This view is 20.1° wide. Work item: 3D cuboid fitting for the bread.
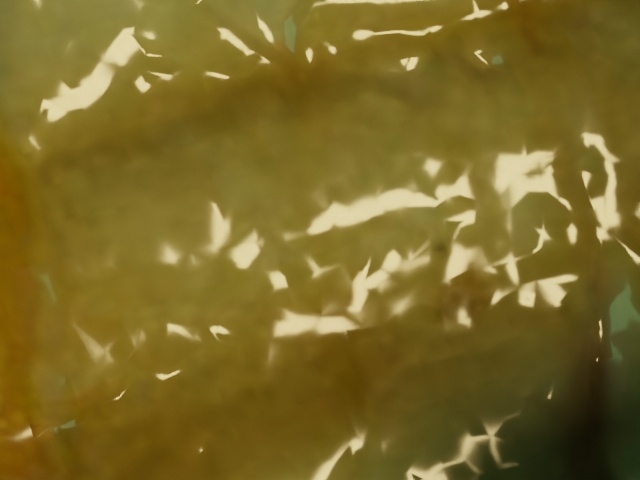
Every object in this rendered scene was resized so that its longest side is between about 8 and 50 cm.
[{"bbox_3d":[0.000,0.000,0.537,0.210,0.341,0.300,109,140,-81],"label":"bread"}]
